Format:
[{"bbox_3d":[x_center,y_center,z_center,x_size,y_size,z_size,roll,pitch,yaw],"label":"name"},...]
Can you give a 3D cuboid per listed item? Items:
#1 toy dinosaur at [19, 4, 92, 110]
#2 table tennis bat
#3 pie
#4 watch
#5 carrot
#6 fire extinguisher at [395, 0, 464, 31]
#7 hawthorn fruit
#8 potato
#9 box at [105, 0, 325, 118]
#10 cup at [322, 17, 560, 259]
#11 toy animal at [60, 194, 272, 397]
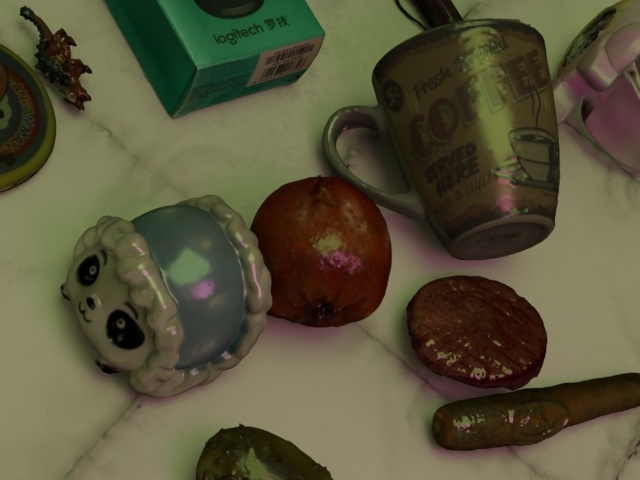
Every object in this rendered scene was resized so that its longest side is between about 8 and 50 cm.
[{"bbox_3d":[-0.316,-0.221,1.886,0.055,0.049,0.154,-35,77,5],"label":"toy dinosaur"},{"bbox_3d":[-0.477,-0.166,1.780,0.369,0.054,0.224,12,56,-23],"label":"table tennis bat"},{"bbox_3d":[0.189,0.110,1.897,0.182,0.049,0.182,11,41,-9],"label":"pie"},{"bbox_3d":[0.440,-0.202,2.152,0.217,0.211,0.248,41,44,-9],"label":"watch"},{"bbox_3d":[0.285,0.203,1.905,0.342,0.070,0.070,-7,65,-30],"label":"carrot"},{"bbox_3d":[0.154,-0.320,2.172,0.078,0.045,0.157,-26,75,-12],"label":"fire extinguisher"},{"bbox_3d":[0.000,0.000,1.825,0.179,0.179,0.200,15,58,-16],"label":"hawthorn fruit"},{"bbox_3d":[-0.035,0.284,1.690,0.225,0.090,0.117,37,68,-5],"label":"potato"},{"bbox_3d":[-0.160,-0.328,1.982,0.205,0.118,0.311,-19,71,-34],"label":"box"},{"bbox_3d":[0.157,-0.109,1.959,0.301,0.227,0.257,-11,68,2],"label":"cup"},{"bbox_3d":[-0.168,0.048,1.731,0.204,0.156,0.208,-13,64,-35],"label":"toy animal"}]
